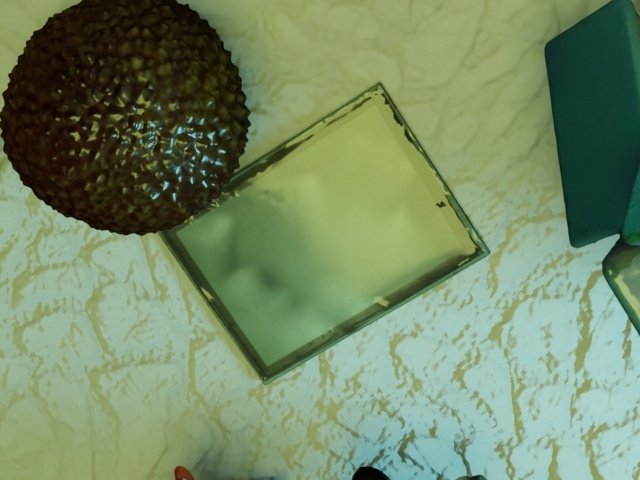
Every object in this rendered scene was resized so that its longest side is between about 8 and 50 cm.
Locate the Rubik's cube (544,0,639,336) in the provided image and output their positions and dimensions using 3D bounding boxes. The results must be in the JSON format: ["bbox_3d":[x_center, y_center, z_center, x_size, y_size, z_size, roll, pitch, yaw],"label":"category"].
[{"bbox_3d":[0.341,-0.046,0.658,0.368,0.387,0.358,-33,90,3],"label":"Rubik's cube"}]

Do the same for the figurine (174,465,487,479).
[{"bbox_3d":[-0.006,0.336,0.877,0.411,0.241,0.306,-3,108,13],"label":"figurine"}]

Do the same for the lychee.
[{"bbox_3d":[-0.143,-0.089,0.811,0.194,0.194,0.194,2,106,7],"label":"lychee"}]

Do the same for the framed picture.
[{"bbox_3d":[0.000,0.000,0.901,0.231,0.010,0.173,-30,100,14],"label":"framed picture"}]
